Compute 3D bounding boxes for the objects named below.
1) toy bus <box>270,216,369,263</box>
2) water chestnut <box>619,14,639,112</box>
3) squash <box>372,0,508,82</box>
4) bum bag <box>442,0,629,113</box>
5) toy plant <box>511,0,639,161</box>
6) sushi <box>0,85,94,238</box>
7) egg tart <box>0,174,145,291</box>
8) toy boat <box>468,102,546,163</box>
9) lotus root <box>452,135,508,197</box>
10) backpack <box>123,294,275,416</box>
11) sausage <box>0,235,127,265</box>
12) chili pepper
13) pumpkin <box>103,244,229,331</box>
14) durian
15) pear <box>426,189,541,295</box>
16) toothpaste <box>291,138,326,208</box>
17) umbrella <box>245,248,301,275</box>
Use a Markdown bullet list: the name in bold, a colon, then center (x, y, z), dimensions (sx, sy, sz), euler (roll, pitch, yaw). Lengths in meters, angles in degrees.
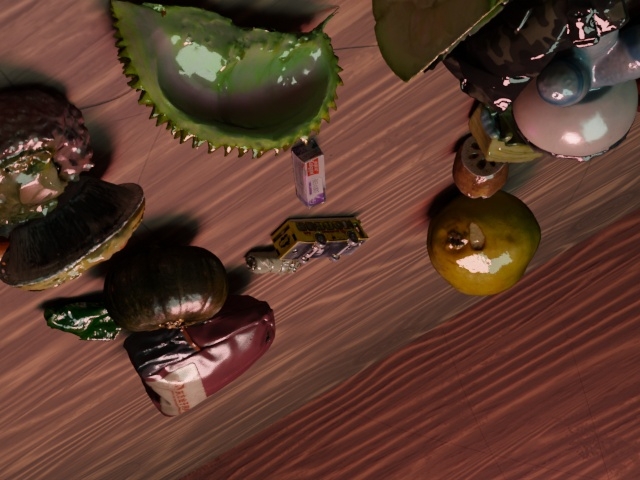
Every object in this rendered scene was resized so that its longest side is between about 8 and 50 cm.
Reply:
- **toy bus**: center (0.000, 0.000, 1.891), dimensions (0.226, 0.074, 0.081), euler (-5, 149, -47)
- **water chestnut**: center (0.660, -0.348, 1.710), dimensions (0.223, 0.224, 0.238), euler (-28, 145, -1)
- **squash**: center (0.247, -0.345, 1.186), dimensions (0.308, 0.210, 0.233), euler (-9, 164, -33)
- **bum bag**: center (0.333, -0.322, 1.395), dimensions (0.340, 0.144, 0.095), euler (-37, -169, 47)
- **toy plant**: center (0.448, -0.308, 1.534), dimensions (0.247, 0.247, 0.332), euler (-28, 156, -2)
- **sushi**: center (-0.399, -0.087, 1.118), dimensions (0.241, 0.108, 0.161), euler (-32, 156, 12)
- **egg tart**: center (-0.352, -0.024, 1.250), dimensions (0.234, 0.234, 0.094), euler (-28, 117, -1)
- **toy boat**: center (0.380, -0.216, 1.808), dimensions (0.084, 0.111, 0.276), euler (-36, 161, 36)
- **lotus root**: center (0.332, -0.156, 1.875), dimensions (0.112, 0.122, 0.081), euler (-17, 157, -5)
- **backpack**: center (-0.247, 0.215, 1.920), dimensions (0.317, 0.197, 0.283), euler (-28, 159, -13)
- **sausage**: center (-0.437, 0.009, 1.368), dimensions (0.347, 0.053, 0.053), euler (-7, 151, -45)
- **chili pepper**: center (-0.425, 0.140, 1.698), dimensions (0.108, 0.062, 0.216), euler (-45, 155, 24)
- **pumpkin**: center (-0.277, 0.083, 1.612), dimensions (0.223, 0.157, 0.224), euler (-15, 171, -2)
- **durian**: center (-0.104, -0.206, 1.148), dimensions (0.355, 0.157, 0.170), euler (-10, 136, -42)
- **pear**: center (0.390, 0.003, 2.152), dimensions (0.321, 0.269, 0.269), euler (-5, 150, -48)
- **toothpaste**: center (-0.020, -0.116, 1.634), dimensions (0.047, 0.040, 0.196), euler (-27, 160, -9)
- **umbrella**: center (-0.093, 0.044, 1.901), dimensions (0.143, 0.062, 0.067), euler (-5, 178, -44)
